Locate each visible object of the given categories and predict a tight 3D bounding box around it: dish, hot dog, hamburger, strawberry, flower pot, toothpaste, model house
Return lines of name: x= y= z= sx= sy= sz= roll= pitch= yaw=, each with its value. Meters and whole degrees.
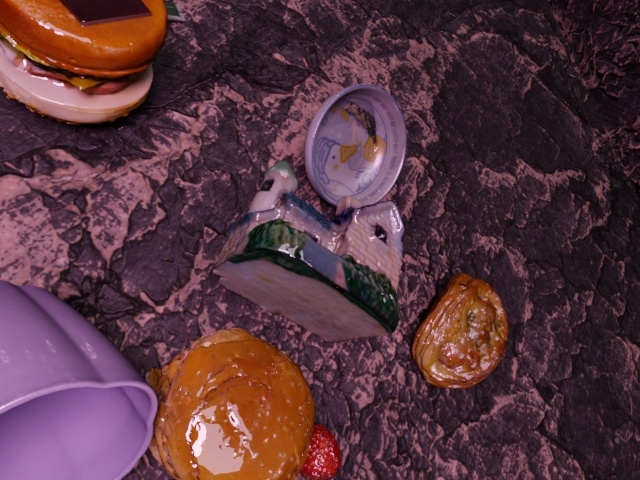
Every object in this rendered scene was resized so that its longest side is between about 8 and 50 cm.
dish: x=0.057 y=-0.216 z=0.946 sx=0.273 sy=0.133 sz=0.274 roll=-15 pitch=117 yaw=-32
hot dog: x=0.314 y=0.197 z=0.915 sx=0.272 sy=0.122 sz=0.196 roll=-42 pitch=98 yaw=-35
hamburger: x=-0.420 y=-0.351 z=0.702 sx=0.290 sy=0.225 sz=0.291 roll=16 pitch=58 yaw=-28
strawberry: x=-0.005 y=0.367 z=0.707 sx=0.083 sy=0.083 sz=0.096 roll=16 pitch=34 yaw=-21
hamburger: x=-0.129 y=0.266 z=0.610 sx=0.245 sy=0.211 sz=0.261 roll=3 pitch=63 yaw=-32
flower pot: x=-0.364 y=0.186 z=0.480 sx=0.265 sy=0.265 sz=0.243 roll=-28 pitch=49 yaw=-33
toothpaste: x=-0.399 y=-0.501 z=0.893 sx=0.204 sy=0.031 sz=0.049 roll=-18 pitch=80 yaw=-34
model house: x=-0.001 y=0.001 z=0.768 sx=0.298 sy=0.243 sz=0.284 roll=35 pitch=52 yaw=-24

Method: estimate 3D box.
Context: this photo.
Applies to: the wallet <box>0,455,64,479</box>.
wallet: x=-0.428 y=0.420 z=0.462 sx=0.360 sy=0.083 sz=0.252 roll=-11 pitch=70 yaw=-30
